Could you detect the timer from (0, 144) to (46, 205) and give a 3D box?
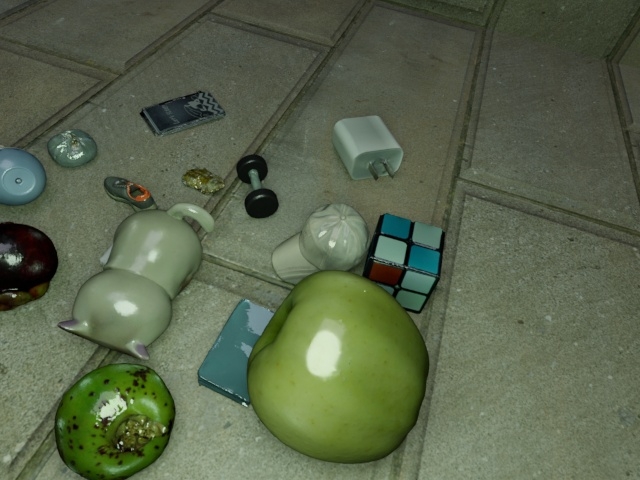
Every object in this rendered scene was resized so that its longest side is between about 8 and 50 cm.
[{"bbox_3d":[-0.879,-0.204,1.218,0.175,0.175,0.255,-35,62,-31],"label":"timer"}]

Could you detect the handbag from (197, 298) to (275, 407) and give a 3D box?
[{"bbox_3d":[-0.173,0.254,1.011,0.144,0.057,0.221,24,51,6],"label":"handbag"}]

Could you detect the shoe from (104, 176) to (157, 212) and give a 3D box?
[{"bbox_3d":[-0.557,-0.147,1.271,0.194,0.077,0.074,32,53,17],"label":"shoe"}]

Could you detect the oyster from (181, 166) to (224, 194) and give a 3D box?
[{"bbox_3d":[-0.368,-0.187,1.365,0.121,0.045,0.146,-21,54,-7],"label":"oyster"}]

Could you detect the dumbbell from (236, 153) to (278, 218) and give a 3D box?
[{"bbox_3d":[-0.194,-0.165,1.327,0.100,0.100,0.191,-8,51,-15],"label":"dumbbell"}]

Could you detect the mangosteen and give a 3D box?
[{"bbox_3d":[-0.718,0.057,1.009,0.209,0.210,0.210,4,50,-5],"label":"mangosteen"}]

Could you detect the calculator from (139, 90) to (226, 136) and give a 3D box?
[{"bbox_3d":[-0.495,-0.462,1.580,0.273,0.028,0.166,-26,62,-25],"label":"calculator"}]

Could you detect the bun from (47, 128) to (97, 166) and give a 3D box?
[{"bbox_3d":[-0.773,-0.295,1.360,0.140,0.083,0.141,6,48,-7],"label":"bun"}]

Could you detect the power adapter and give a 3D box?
[{"bbox_3d":[0.167,-0.298,1.477,0.186,0.124,0.255,-11,52,-16],"label":"power adapter"}]

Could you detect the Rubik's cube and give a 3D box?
[{"bbox_3d":[0.210,0.060,1.147,0.183,0.180,0.167,16,51,3],"label":"Rubik's cube"}]

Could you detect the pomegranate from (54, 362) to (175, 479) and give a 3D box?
[{"bbox_3d":[-0.365,0.334,0.796,0.210,0.263,0.211,4,83,-33],"label":"pomegranate"}]

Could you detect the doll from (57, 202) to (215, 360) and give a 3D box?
[{"bbox_3d":[-0.415,0.085,1.019,0.214,0.226,0.371,33,57,-20],"label":"doll"}]

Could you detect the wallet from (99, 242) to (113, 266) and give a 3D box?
[{"bbox_3d":[-0.503,0.005,1.181,0.095,0.033,0.190,20,51,6],"label":"wallet"}]

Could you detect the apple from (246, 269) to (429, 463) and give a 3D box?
[{"bbox_3d":[0.036,0.243,0.866,0.356,0.358,0.358,4,50,-5],"label":"apple"}]

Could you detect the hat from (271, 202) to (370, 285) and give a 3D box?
[{"bbox_3d":[-0.006,0.005,1.165,0.274,0.161,0.232,-21,46,15],"label":"hat"}]
